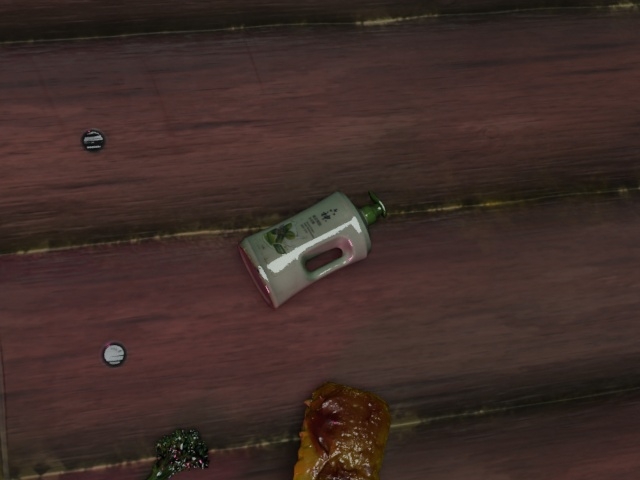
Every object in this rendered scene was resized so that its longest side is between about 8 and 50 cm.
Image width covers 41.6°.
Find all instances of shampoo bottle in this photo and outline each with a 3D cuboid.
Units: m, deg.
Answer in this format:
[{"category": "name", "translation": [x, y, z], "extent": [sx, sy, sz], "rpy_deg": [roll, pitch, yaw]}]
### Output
[{"category": "shampoo bottle", "translation": [0.000, 0.000, 1.304], "extent": [0.234, 0.087, 0.118], "rpy_deg": [-28, 83, -13]}]

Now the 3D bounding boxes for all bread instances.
[{"category": "bread", "translation": [0.020, 0.333, 1.202], "extent": [0.139, 0.077, 0.271], "rpy_deg": [16, 51, -1]}]

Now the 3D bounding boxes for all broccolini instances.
[{"category": "broccolini", "translation": [-0.270, 0.368, 1.216], "extent": [0.254, 0.058, 0.071], "rpy_deg": [-40, 46, -16]}]
